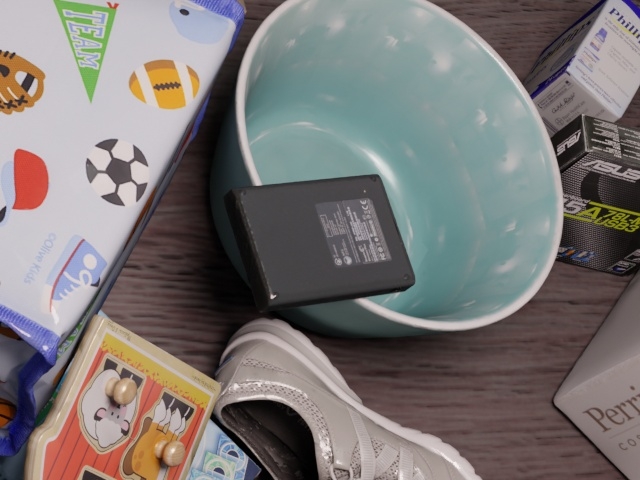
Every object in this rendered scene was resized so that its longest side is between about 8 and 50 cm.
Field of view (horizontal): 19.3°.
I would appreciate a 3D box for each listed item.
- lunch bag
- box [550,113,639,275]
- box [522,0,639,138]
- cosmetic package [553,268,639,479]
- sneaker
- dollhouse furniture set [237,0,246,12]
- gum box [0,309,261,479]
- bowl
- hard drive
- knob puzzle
[{"bbox_3d":[-0.302,-0.085,1.322,0.385,0.239,0.328,26,56,-3],"label":"lunch bag"},{"bbox_3d":[0.259,-0.037,1.704,0.190,0.184,0.045,13,61,-28],"label":"box"},{"bbox_3d":[0.248,-0.151,1.793,0.072,0.126,0.137,41,51,-7],"label":"box"},{"bbox_3d":[0.498,0.127,1.686,0.394,0.329,0.327,45,51,-5],"label":"cosmetic package"},{"bbox_3d":[0.019,0.188,1.477,0.281,0.105,0.115,37,33,2],"label":"sneaker"},{"bbox_3d":[-0.177,-0.225,1.598,0.182,0.101,0.161,16,35,-26],"label":"dollhouse furniture set"},{"bbox_3d":[-0.158,0.167,1.420,0.184,0.041,0.157,45,52,-5],"label":"gum box"},{"bbox_3d":[0.031,-0.043,1.572,0.311,0.163,0.311,15,60,-27],"label":"bowl"},{"bbox_3d":[0.000,0.000,1.411,0.135,0.022,0.094,-7,71,-35],"label":"hard drive"},{"bbox_3d":[-0.141,0.168,1.315,0.213,0.030,0.213,-32,130,-49],"label":"knob puzzle"}]
